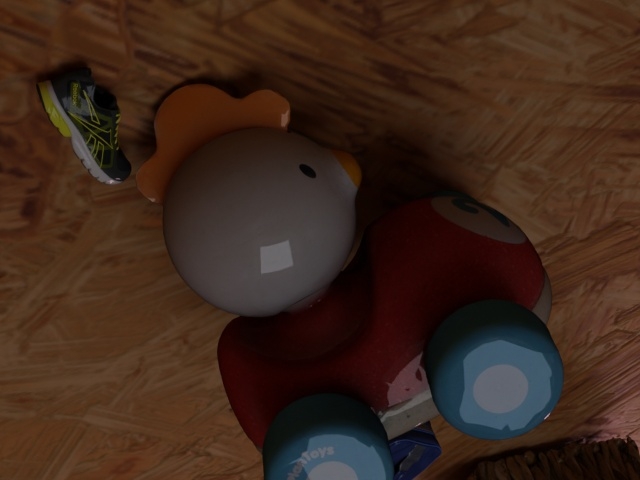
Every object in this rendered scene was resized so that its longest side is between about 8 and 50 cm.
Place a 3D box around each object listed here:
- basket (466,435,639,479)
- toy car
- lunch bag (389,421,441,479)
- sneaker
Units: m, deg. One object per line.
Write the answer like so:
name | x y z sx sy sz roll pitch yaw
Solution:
basket | 0.226 0.367 1.105 0.213 0.299 0.223 -9 138 -16
toy car | 0.000 0.000 0.721 0.210 0.219 0.238 -31 111 9
lunch bag | 0.044 0.173 0.990 0.067 0.065 0.098 22 123 -40
sneaker | -0.123 -0.063 0.680 0.035 0.031 0.083 -28 140 6
